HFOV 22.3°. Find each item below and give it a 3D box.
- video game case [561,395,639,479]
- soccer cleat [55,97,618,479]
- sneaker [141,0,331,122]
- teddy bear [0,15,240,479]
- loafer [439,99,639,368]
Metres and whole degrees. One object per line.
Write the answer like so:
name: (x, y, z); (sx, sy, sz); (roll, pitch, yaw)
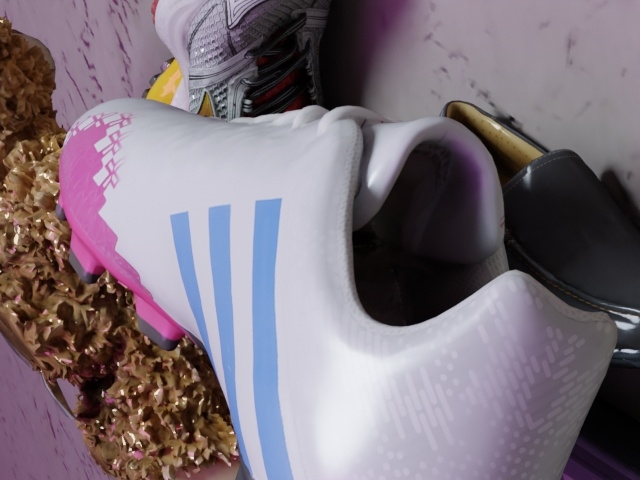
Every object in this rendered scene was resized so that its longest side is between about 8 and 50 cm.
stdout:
video game case: (0.059, 0.163, 0.677); (0.275, 0.035, 0.248); (32, 121, 46)
soccer cleat: (0.000, 0.000, 0.601); (0.143, 0.116, 0.331); (-62, 35, 16)
sneaker: (-0.024, -0.071, 0.756); (0.092, 0.088, 0.225); (57, 159, 17)
teddy bear: (-0.130, 0.009, 0.864); (0.338, 0.113, 0.245); (49, 162, 10)
loafer: (0.082, -0.003, 0.590); (0.170, 0.062, 0.061); (31, 127, 54)
